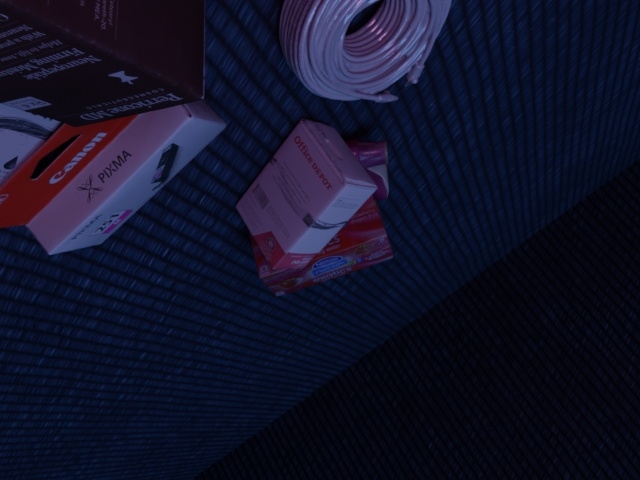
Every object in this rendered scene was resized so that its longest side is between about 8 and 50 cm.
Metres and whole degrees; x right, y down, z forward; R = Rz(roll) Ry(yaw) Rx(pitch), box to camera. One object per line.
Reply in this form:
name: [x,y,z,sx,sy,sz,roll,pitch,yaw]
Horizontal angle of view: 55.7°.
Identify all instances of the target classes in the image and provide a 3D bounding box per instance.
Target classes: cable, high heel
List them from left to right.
high heel: [0.076,-0.132,1.210,0.117,0.082,0.244,-5,169,5]
cable: [0.067,-0.309,0.838,0.257,0.089,0.257,-11,146,-39]

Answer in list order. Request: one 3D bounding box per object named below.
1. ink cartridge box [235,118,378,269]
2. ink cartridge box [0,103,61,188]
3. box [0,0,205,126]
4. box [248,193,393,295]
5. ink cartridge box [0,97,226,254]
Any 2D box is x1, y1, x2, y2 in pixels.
ink cartridge box: [-0.029,-0.077,1.053,0.092,0.158,0.218,1,138,-49]
ink cartridge box: [-0.359,-0.145,0.617,0.208,0.086,0.153,-41,154,17]
box: [-0.218,-0.207,0.484,0.169,0.166,0.203,-5,172,27]
box: [0.000,0.000,1.194,0.257,0.128,0.122,-19,154,5]
ink cartridge box: [-0.271,-0.085,0.770,0.275,0.060,0.239,-40,179,13]
